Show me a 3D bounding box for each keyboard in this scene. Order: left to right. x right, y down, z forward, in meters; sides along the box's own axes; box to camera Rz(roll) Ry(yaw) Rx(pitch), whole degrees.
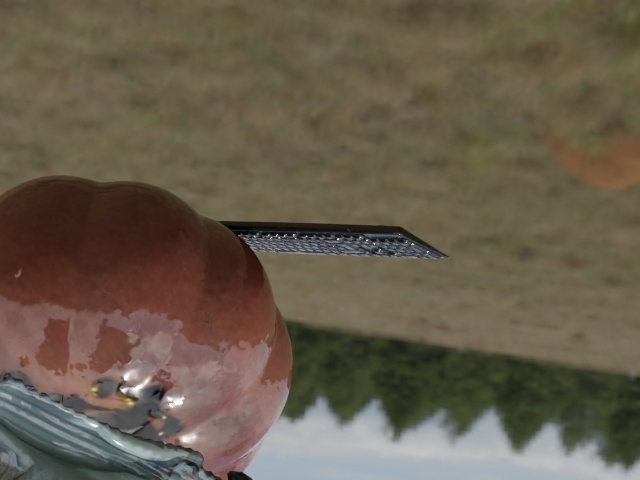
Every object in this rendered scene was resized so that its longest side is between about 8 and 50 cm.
[{"bbox_3d":[0.000,0.000,1.186,0.198,0.010,0.063,2,162,43],"label":"keyboard"}]

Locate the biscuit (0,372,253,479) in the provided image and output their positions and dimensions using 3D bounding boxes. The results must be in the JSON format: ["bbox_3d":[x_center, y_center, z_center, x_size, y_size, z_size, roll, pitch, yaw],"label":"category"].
[{"bbox_3d":[-0.162,0.246,0.877,0.186,0.309,0.079,28,169,-32],"label":"biscuit"}]

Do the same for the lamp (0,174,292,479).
[{"bbox_3d":[-0.170,0.073,1.210,0.305,0.239,0.305,2,136,2],"label":"lamp"}]
